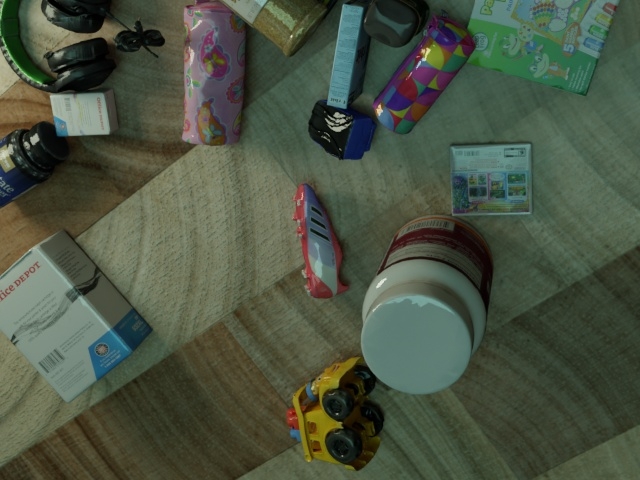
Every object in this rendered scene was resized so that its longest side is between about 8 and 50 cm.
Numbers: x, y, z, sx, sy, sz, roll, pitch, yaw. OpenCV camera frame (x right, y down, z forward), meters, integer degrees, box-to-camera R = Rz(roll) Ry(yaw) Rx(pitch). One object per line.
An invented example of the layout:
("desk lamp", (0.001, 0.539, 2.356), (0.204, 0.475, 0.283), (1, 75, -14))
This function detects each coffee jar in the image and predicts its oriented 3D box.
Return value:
("coffee jar", (0.137, -0.401, 1.738), (0.096, 0.184, 0.079), (28, 113, 3))

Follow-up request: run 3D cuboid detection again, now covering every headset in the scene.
("headset", (-0.486, -0.402, 1.886), (0.394, 0.185, 0.244), (9, 112, 22))

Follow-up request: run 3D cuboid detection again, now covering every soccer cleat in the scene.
("soccer cleat", (0.000, 0.000, 1.980), (0.095, 0.083, 0.248), (-10, 105, -9))

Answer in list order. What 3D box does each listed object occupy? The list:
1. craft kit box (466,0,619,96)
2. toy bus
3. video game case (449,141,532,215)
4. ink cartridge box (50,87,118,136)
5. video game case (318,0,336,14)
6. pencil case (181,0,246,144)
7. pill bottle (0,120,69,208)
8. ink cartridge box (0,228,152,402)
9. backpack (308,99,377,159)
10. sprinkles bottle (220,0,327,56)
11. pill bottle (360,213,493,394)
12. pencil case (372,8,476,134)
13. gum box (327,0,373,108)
("craft kit box", (0.401, -0.413, 1.745), (0.246, 0.061, 0.250), (18, 112, 10))
("toy bus", (0.011, 0.366, 2.077), (0.211, 0.149, 0.220), (-1, 107, 30))
("video game case", (0.332, -0.118, 1.883), (0.157, 0.019, 0.143), (-1, 109, 13))
("ink cartridge box", (-0.488, -0.266, 2.006), (0.122, 0.052, 0.089), (0, 109, 15))
("video game case", (-0.018, -0.589, 1.780), (0.248, 0.035, 0.275), (38, 117, -1))
("pencil case", (-0.210, -0.327, 1.888), (0.124, 0.124, 0.284), (6, 110, 11))
("pill bottle", (-0.643, -0.160, 2.042), (0.219, 0.123, 0.123), (-28, 101, 21))
("ink cartridge box", (-0.565, 0.166, 2.136), (0.223, 0.129, 0.307), (-37, 97, 22))
("backpack", (0.040, -0.216, 1.876), (0.120, 0.101, 0.098), (33, 113, 36))
("sprinkles bottle", (-0.156, -0.493, 1.775), (0.355, 0.121, 0.121), (39, 113, -3))
("pill bottle", (0.201, 0.112, 1.793), (0.224, 0.392, 0.224), (4, 110, 12))
("pencil case", (0.186, -0.307, 1.784), (0.104, 0.104, 0.236), (34, 126, 0))
("gum box", (0.061, -0.350, 1.790), (0.041, 0.157, 0.184), (13, 111, 8))
